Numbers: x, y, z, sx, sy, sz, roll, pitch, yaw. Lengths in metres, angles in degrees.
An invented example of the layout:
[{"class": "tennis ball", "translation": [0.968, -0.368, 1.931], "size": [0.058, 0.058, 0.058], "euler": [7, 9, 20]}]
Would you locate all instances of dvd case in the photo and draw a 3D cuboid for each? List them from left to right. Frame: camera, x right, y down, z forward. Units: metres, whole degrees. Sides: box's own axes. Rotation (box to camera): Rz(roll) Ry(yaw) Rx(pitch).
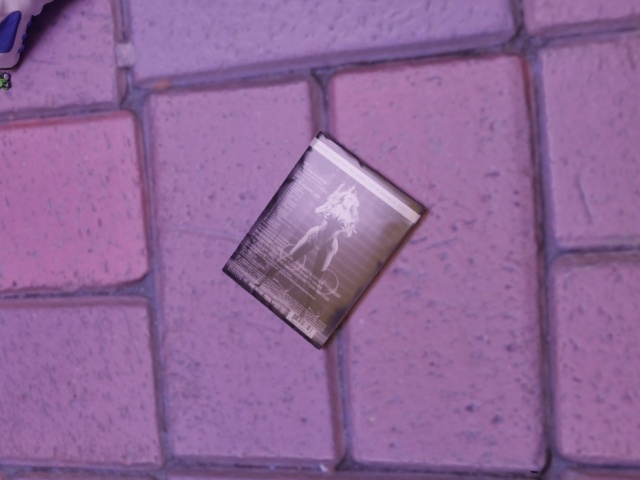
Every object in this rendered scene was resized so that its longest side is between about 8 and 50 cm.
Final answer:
[{"class": "dvd case", "translation": [0.000, 0.000, 0.874], "size": [0.165, 0.018, 0.221], "euler": [38, 102, 11]}]

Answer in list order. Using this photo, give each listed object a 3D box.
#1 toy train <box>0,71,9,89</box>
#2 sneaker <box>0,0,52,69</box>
[{"class": "toy train", "translation": [-0.474, -0.231, 0.988], "size": [0.083, 0.017, 0.023], "euler": [13, 85, 14]}, {"class": "sneaker", "translation": [-0.411, -0.331, 0.915], "size": [0.316, 0.182, 0.127], "euler": [-34, 85, -16]}]
